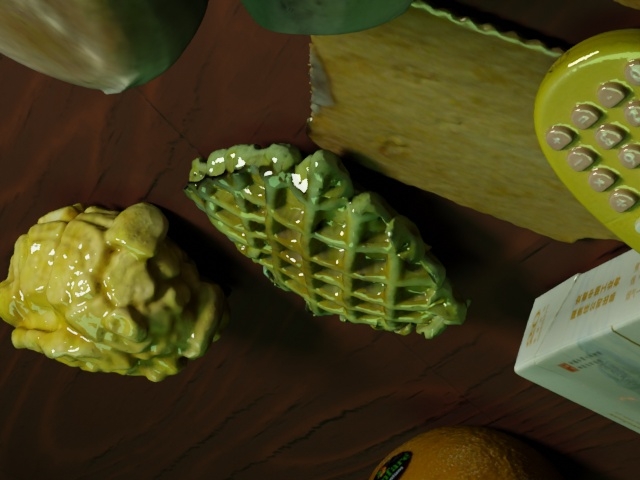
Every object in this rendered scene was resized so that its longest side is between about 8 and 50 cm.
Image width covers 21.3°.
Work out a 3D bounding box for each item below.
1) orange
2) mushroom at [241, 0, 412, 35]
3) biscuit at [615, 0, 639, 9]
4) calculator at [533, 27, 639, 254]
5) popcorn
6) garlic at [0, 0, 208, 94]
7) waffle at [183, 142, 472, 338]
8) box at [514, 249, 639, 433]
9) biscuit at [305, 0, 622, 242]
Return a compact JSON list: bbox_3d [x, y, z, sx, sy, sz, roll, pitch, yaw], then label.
[{"bbox_3d":[0.125,0.261,1.492,0.206,0.206,0.206,22,157,9],"label":"orange"},{"bbox_3d":[-0.005,-0.199,0.760,0.118,0.103,0.270,10,143,20],"label":"mushroom"},{"bbox_3d":[0.189,-0.141,0.742,0.295,0.044,0.186,32,154,-18],"label":"biscuit"},{"bbox_3d":[0.221,-0.030,0.921,0.235,0.032,0.146,34,140,-12],"label":"calculator"},{"bbox_3d":[-0.176,0.046,1.419,0.194,0.140,0.163,18,162,13],"label":"popcorn"},{"bbox_3d":[-0.163,-0.192,0.827,0.279,0.132,0.325,57,163,-27],"label":"garlic"},{"bbox_3d":[0.000,0.000,1.230,0.208,0.054,0.214,41,158,-32],"label":"waffle"},{"bbox_3d":[0.243,0.068,1.108,0.149,0.067,0.233,28,158,-11],"label":"box"},{"bbox_3d":[0.100,-0.069,1.032,0.236,0.013,0.232,22,158,9],"label":"biscuit"}]
